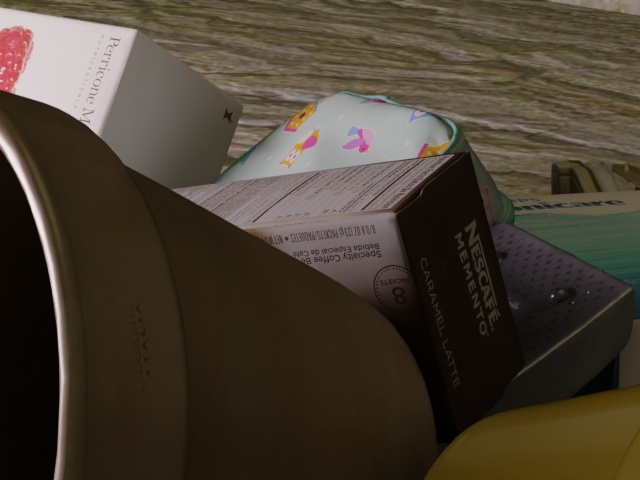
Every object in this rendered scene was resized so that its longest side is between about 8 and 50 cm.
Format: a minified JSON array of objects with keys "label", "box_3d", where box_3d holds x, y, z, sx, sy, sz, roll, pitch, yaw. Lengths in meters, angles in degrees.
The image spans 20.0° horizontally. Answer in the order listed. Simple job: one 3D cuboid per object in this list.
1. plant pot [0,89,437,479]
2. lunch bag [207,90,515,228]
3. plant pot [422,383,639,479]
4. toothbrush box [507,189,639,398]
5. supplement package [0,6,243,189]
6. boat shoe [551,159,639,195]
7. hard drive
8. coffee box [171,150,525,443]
[{"label":"plant pot","box_3d":[-0.103,0.099,0.872,0.280,0.323,0.323,9,8,-42]},{"label":"lunch bag","box_3d":[0.000,0.000,1.352,0.224,0.108,0.279,-45,23,-10]},{"label":"plant pot","box_3d":[0.167,0.159,0.785,0.254,0.254,0.239,-11,6,-39]},{"label":"toothbrush box","box_3d":[0.239,0.058,1.313,0.216,0.126,0.295,-4,18,-19]},{"label":"supplement package","box_3d":[-0.248,-0.089,1.544,0.293,0.177,0.175,12,-12,31]},{"label":"boat shoe","box_3d":[0.271,-0.020,1.612,0.103,0.113,0.302,-3,15,1]},{"label":"hard drive","box_3d":[0.061,0.089,1.139,0.254,0.054,0.172,-32,27,-14]},{"label":"coffee box","box_3d":[-0.021,0.041,1.066,0.246,0.141,0.098,-5,20,33]}]
